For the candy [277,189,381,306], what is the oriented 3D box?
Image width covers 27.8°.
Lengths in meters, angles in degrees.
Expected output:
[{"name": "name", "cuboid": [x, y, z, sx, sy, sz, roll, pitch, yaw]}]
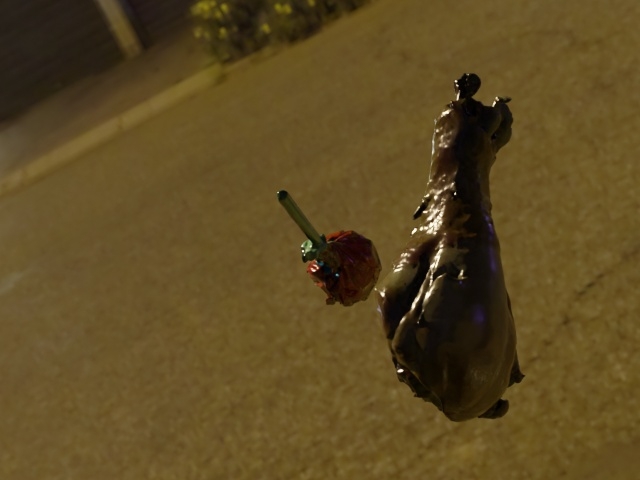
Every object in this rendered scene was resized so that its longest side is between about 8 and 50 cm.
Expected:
[{"name": "candy", "cuboid": [0.000, 0.000, 0.938, 0.060, 0.060, 0.201, -26, -23, 7]}]

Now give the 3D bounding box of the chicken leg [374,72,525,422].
[{"name": "chicken leg", "cuboid": [0.174, 0.008, 1.602, 0.201, 0.429, 0.153, 7, -9, -1]}]
